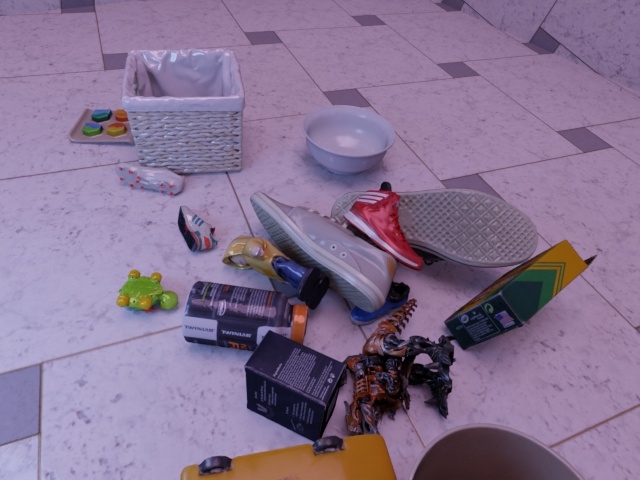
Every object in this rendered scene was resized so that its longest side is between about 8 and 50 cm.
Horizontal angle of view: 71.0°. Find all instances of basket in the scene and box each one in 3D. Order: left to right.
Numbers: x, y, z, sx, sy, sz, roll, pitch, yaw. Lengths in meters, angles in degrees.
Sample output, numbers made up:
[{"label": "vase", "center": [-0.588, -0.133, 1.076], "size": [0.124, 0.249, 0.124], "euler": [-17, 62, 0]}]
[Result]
[{"label": "basket", "center": [-0.402, -0.397, 1.373], "size": [0.331, 0.267, 0.328], "euler": [-6, 46, -13]}]

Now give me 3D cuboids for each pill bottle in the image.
[{"label": "pill bottle", "center": [-0.150, 0.163, 0.937], "size": [0.245, 0.131, 0.131], "euler": [8, 45, 1]}]

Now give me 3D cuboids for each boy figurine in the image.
[{"label": "boy figurine", "center": [-0.121, 0.054, 1.037], "size": [0.285, 0.177, 0.092], "euler": [21, 73, 30]}]

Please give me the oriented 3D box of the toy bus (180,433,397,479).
[{"label": "toy bus", "center": [-0.045, 0.399, 0.714], "size": [0.332, 0.130, 0.108], "euler": [-5, 47, -12]}]

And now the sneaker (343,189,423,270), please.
[{"label": "sneaker", "center": [0.170, -0.038, 1.038], "size": [0.221, 0.087, 0.128], "euler": [38, 93, 12]}]

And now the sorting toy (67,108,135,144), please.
[{"label": "sorting toy", "center": [-0.697, -0.385, 1.483], "size": [0.208, 0.038, 0.193], "euler": [2, 45, -5]}]

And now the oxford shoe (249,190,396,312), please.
[{"label": "oxford shoe", "center": [0.000, 0.000, 1.072], "size": [0.449, 0.169, 0.130], "euler": [34, 70, 31]}]

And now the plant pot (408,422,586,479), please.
[{"label": "plant pot", "center": [0.210, 0.432, 0.613], "size": [0.256, 0.274, 0.257], "euler": [4, 45, -4]}]

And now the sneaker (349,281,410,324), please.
[{"label": "sneaker", "center": [0.139, 0.138, 1.033], "size": [0.152, 0.085, 0.058], "euler": [-13, 48, -19]}]

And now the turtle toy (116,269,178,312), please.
[{"label": "turtle toy", "center": [-0.382, 0.122, 0.994], "size": [0.130, 0.066, 0.095], "euler": [7, 46, -1]}]

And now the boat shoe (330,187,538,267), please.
[{"label": "boat shoe", "center": [0.277, -0.033, 1.138], "size": [0.499, 0.156, 0.187], "euler": [6, 83, 13]}]

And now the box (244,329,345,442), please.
[{"label": "box", "center": [-0.049, 0.269, 0.825], "size": [0.158, 0.156, 0.093], "euler": [21, 45, 13]}]

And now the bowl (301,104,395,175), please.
[{"label": "bowl", "center": [0.083, -0.303, 1.435], "size": [0.297, 0.134, 0.298], "euler": [3, 45, -3]}]

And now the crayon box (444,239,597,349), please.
[{"label": "crayon box", "center": [0.452, 0.111, 1.015], "size": [0.318, 0.202, 0.081], "euler": [-26, 75, -31]}]

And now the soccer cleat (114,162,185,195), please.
[{"label": "soccer cleat", "center": [-0.489, -0.183, 1.293], "size": [0.196, 0.068, 0.076], "euler": [17, 40, -1]}]

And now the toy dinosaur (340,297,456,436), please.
[{"label": "toy dinosaur", "center": [0.153, 0.242, 0.897], "size": [0.218, 0.164, 0.322], "euler": [7, 64, 22]}]

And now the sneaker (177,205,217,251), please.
[{"label": "sneaker", "center": [-0.321, -0.032, 1.176], "size": [0.075, 0.057, 0.161], "euler": [-4, 42, -35]}]

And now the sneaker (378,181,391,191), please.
[{"label": "sneaker", "center": [0.164, -0.118, 1.318], "size": [0.089, 0.051, 0.170], "euler": [7, 48, -7]}]
